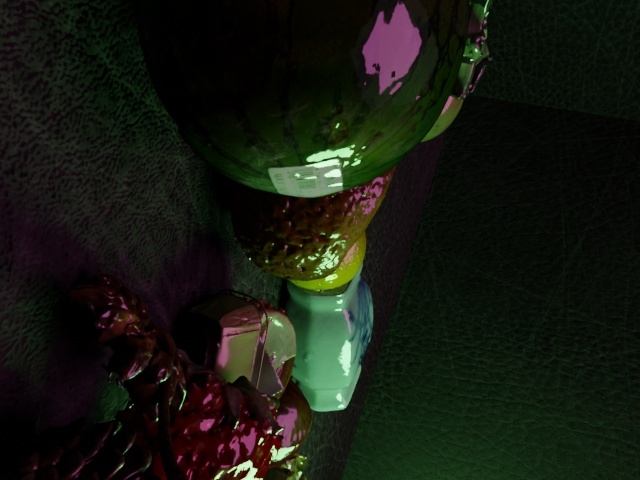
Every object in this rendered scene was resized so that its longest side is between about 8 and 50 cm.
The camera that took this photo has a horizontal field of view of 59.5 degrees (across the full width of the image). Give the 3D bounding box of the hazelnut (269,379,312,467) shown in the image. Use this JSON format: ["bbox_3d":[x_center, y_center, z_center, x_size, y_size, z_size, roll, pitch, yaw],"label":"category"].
[{"bbox_3d":[-0.114,0.340,1.061,0.202,0.161,0.170,5,85,-36],"label":"hazelnut"}]

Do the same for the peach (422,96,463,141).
[{"bbox_3d":[0.112,-0.301,1.009,0.247,0.292,0.292,-79,-178,-86],"label":"peach"}]

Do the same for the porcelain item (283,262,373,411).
[{"bbox_3d":[0.019,0.207,1.297,0.242,0.179,0.405,-60,157,-44],"label":"porcelain item"}]

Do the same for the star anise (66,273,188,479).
[{"bbox_3d":[-0.179,0.134,0.576,0.233,0.073,0.177,64,-10,9],"label":"star anise"}]

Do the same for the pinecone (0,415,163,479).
[{"bbox_3d":[-0.225,0.271,0.515,0.204,0.184,0.179,54,41,-12],"label":"pinecone"}]

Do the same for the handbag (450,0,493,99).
[{"bbox_3d":[0.092,-0.378,0.736,0.162,0.327,0.325,-53,162,-25],"label":"handbag"}]

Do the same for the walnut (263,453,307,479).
[{"bbox_3d":[-0.106,0.577,1.271,0.204,0.141,0.238,-75,165,-44],"label":"walnut"}]

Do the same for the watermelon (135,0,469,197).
[{"bbox_3d":[-0.015,-0.226,0.574,0.363,0.363,0.363,14,90,-73],"label":"watermelon"}]

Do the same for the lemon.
[{"bbox_3d":[0.000,0.000,1.079,0.178,0.178,0.203,-25,121,-69],"label":"lemon"}]

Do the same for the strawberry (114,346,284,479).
[{"bbox_3d":[-0.165,0.310,0.693,0.233,0.138,0.306,39,71,-37],"label":"strawberry"}]

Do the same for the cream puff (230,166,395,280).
[{"bbox_3d":[-0.020,-0.088,0.840,0.303,0.212,0.303,-58,-167,21],"label":"cream puff"}]

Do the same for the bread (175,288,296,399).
[{"bbox_3d":[-0.128,0.192,0.870,0.212,0.142,0.224,9,94,-56],"label":"bread"}]
